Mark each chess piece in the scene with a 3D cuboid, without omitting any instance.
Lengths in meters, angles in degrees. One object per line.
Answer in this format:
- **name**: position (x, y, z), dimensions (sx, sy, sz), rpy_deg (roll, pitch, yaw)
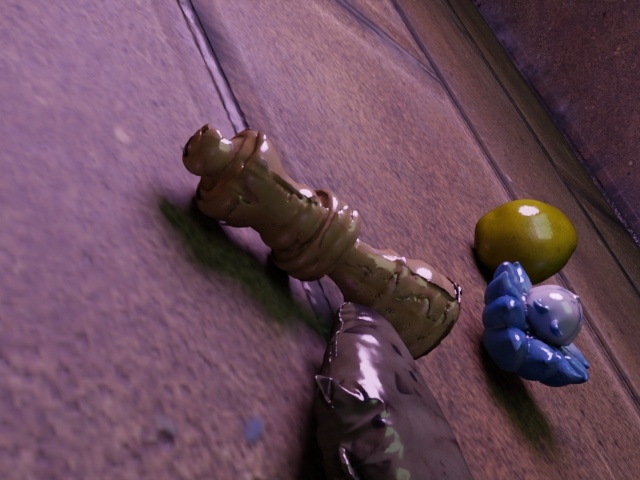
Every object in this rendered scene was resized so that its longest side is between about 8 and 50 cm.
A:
- **chess piece**: position (0.000, -0.001, 0.398), dimensions (0.172, 0.060, 0.060), rpy_deg (38, 27, -30)

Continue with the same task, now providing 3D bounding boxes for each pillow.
- **pillow**: position (0.042, 0.123, 0.309), dimensions (0.093, 0.051, 0.241), rpy_deg (30, 33, -54)

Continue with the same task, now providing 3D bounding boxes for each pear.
- **pear**: position (0.197, 0.003, 0.731), dimensions (0.092, 0.097, 0.092), rpy_deg (-7, 90, -84)

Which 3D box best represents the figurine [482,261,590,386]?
- **figurine**: position (0.162, 0.067, 0.583), dimensions (0.114, 0.079, 0.114), rpy_deg (46, 27, -32)
